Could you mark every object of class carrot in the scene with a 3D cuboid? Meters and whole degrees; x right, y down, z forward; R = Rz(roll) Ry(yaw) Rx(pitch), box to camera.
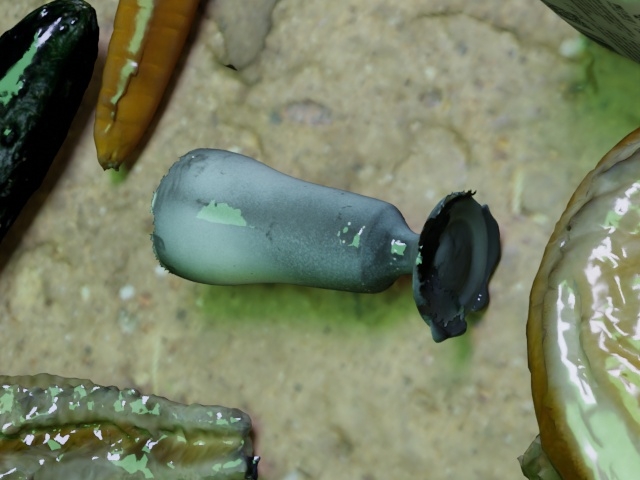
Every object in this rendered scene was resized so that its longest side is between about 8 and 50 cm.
[{"bbox_3d":[-0.080,-0.172,0.807,0.066,0.062,0.271,4,83,-2],"label":"carrot"}]

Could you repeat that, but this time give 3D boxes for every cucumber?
[{"bbox_3d":[-0.211,-0.004,0.831,0.081,0.072,0.303,33,95,45],"label":"cucumber"}]

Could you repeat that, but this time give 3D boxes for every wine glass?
[{"bbox_3d":[0.000,0.000,0.708,0.155,0.072,0.072,11,83,32],"label":"wine glass"}]

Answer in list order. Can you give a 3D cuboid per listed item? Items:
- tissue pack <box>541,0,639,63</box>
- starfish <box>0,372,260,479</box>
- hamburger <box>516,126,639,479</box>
[{"bbox_3d":[0.140,-0.129,0.609,0.106,0.149,0.099,32,95,32],"label":"tissue pack"},{"bbox_3d":[-0.220,0.116,0.756,0.324,0.082,0.432,-39,88,-2],"label":"starfish"},{"bbox_3d":[0.195,0.060,0.532,0.243,0.146,0.286,23,80,23],"label":"hamburger"}]
